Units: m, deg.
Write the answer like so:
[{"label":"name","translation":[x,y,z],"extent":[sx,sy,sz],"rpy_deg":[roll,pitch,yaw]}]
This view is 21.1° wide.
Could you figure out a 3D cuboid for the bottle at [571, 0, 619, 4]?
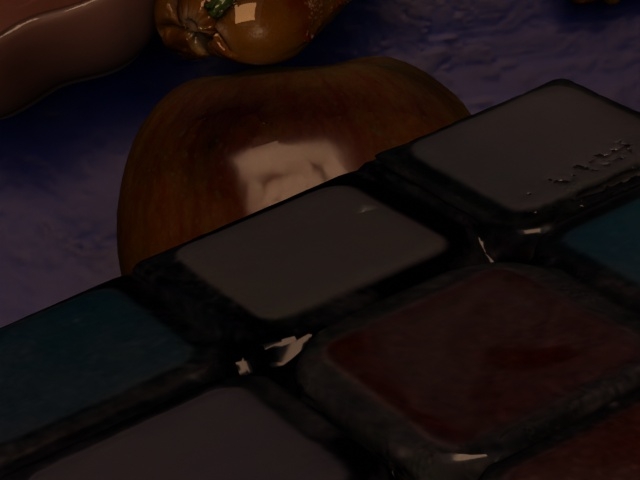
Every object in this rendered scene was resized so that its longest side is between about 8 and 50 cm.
[{"label":"bottle","translation":[0.231,-0.175,0.991],"extent":[0.187,0.069,0.069],"rpy_deg":[-14,80,1]}]

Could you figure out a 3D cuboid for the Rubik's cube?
[{"label":"Rubik's cube","translation":[0.080,0.189,0.667],"extent":[0.359,0.363,0.362],"rpy_deg":[-20,121,-23]}]

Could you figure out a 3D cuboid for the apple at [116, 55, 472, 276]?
[{"label":"apple","translation":[0.000,0.000,0.890],"extent":[0.211,0.211,0.188],"rpy_deg":[-4,102,1]}]

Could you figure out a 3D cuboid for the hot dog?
[{"label":"hot dog","translation":[-0.006,-0.182,0.941],"extent":[0.104,0.076,0.250],"rpy_deg":[14,47,28]}]

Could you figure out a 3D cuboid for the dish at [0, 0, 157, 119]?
[{"label":"dish","translation":[-0.167,-0.140,0.962],"extent":[0.213,0.090,0.213],"rpy_deg":[-11,47,12]}]
